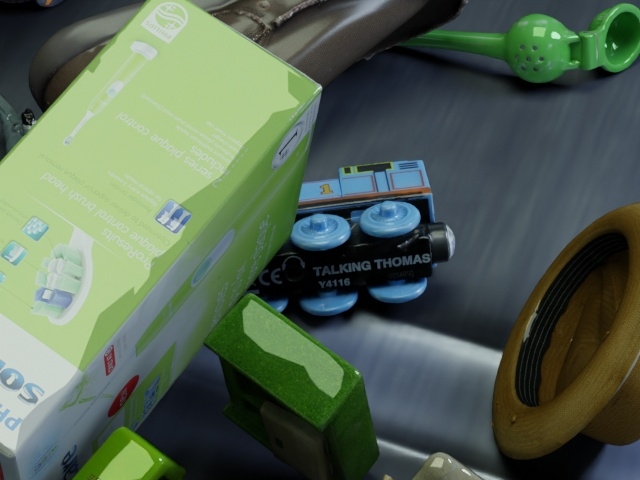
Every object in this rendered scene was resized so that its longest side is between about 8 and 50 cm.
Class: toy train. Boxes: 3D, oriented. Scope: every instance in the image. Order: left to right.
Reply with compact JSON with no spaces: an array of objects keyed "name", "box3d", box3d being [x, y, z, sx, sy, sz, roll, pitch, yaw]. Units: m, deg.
[{"name":"toy train","box3d":[0.000,0.000,1.274,0.184,0.080,0.105,-8,30,-1]}]

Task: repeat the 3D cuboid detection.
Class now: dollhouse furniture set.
[{"name":"dollhouse furniture set","box3d":[0.015,0.206,1.026,0.301,0.151,0.197,36,72,17]}]

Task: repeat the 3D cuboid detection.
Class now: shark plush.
[{"name":"shark plush","box3d":[-0.211,-0.071,1.382,0.073,0.067,0.161,-12,40,-10]}]

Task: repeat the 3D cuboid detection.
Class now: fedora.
[{"name":"fedora","box3d":[0.185,0.067,1.142,0.079,0.194,0.194,33,39,-14]}]

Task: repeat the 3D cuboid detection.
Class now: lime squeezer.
[{"name":"lime squeezer","box3d":[0.211,-0.165,1.488,0.310,0.058,0.110,-8,9,-2]}]

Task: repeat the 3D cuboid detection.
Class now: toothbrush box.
[{"name":"toothbrush box","box3d":[-0.133,0.022,1.079,0.122,0.206,0.283,35,65,10]}]

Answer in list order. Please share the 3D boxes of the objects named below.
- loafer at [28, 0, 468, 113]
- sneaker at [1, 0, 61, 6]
[{"name":"loafer","box3d":[-0.039,-0.139,1.428,0.366,0.134,0.130,-22,65,-6]},{"name":"sneaker","box3d":[-0.273,-0.287,1.545,0.125,0.180,0.321,30,24,33]}]
